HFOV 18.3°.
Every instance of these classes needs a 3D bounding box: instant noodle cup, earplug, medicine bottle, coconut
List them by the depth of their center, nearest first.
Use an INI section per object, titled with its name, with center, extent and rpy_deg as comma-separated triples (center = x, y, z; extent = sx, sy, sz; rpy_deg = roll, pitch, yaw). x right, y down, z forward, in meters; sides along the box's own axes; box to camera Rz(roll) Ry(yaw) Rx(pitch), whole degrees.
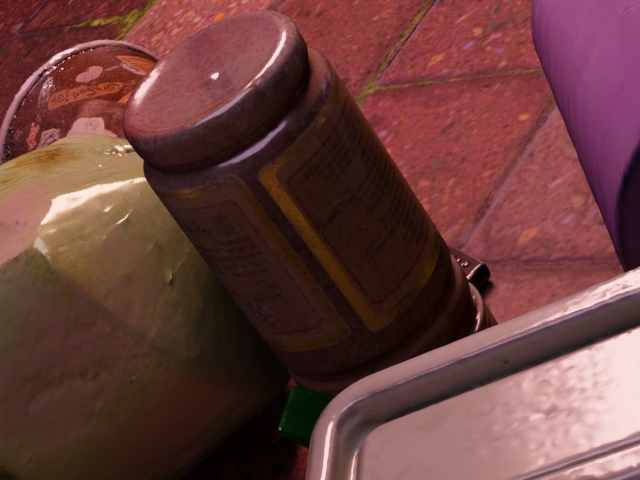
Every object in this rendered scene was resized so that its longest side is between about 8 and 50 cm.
[medicine bottle]
center = 0.000, 0.000, 1.421
extent = 0.151, 0.322, 0.151
rpy_deg = -25, 31, 16
[earplug]
center = 0.270, -0.115, 1.456
extent = 0.215, 0.215, 0.456
rpy_deg = -30, 25, 8
[coconut]
center = -0.165, 0.052, 1.545
extent = 0.328, 0.281, 0.328
rpy_deg = -44, -2, -2
[instant noodle cup]
center = -0.156, -0.058, 1.807
extent = 0.217, 0.217, 0.207
rpy_deg = -44, 36, -16

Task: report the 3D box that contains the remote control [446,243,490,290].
[remote control]
center = 0.065, 0.015, 1.638
extent = 0.059, 0.028, 0.212
rpy_deg = -37, 29, -16

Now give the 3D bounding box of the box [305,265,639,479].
[box]
center = 0.166, 0.154, 1.165
extent = 0.312, 0.182, 0.175
rpy_deg = -23, 31, 21

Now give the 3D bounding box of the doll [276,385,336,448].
[doll]
center = 0.084, 0.138, 1.319
extent = 0.186, 0.134, 0.106
rpy_deg = -11, 42, 35
